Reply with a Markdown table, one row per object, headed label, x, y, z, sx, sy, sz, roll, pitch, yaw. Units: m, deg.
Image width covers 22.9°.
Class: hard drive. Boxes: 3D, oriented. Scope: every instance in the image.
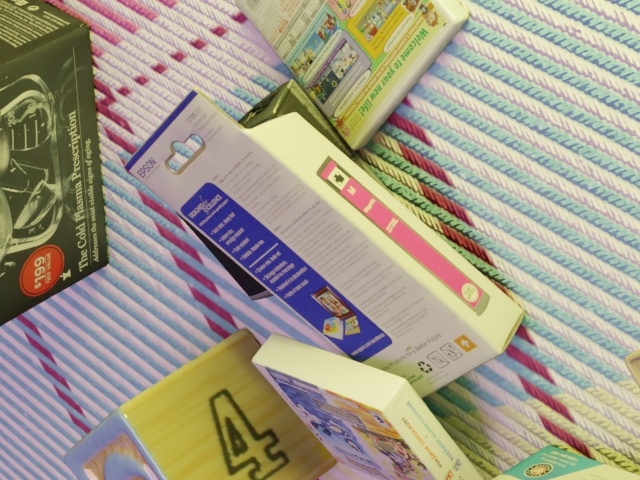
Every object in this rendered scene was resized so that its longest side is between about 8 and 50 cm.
| label | x | y | z | sx | sy | sz | roll | pitch | yaw |
| --- | --- | --- | --- | --- | --- | --- | --- | --- | --- |
| hard drive | -0.048 | -0.039 | 1.603 | 0.172 | 0.054 | 0.255 | 49 | 143 | -1 |

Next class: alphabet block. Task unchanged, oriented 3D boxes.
| label | x | y | z | sx | sy | sz | roll | pitch | yaw |
| --- | --- | --- | --- | --- | --- | --- | --- | --- | --- |
| alphabet block | -0.138 | 0.249 | 1.800 | 0.193 | 0.197 | 0.192 | 56 | 143 | 3 |

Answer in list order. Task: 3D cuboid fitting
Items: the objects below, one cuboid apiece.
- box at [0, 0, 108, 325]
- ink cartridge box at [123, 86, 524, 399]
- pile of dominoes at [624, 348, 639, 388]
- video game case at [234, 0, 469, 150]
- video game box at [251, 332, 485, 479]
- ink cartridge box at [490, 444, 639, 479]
| label | x | y | z | sx | sy | sz | roll | pitch | yaw |
| --- | --- | --- | --- | --- | --- | --- | --- | --- | --- |
| box | -0.423 | -0.072 | 1.804 | 0.179 | 0.312 | 0.343 | 29 | 135 | 33 |
| ink cartridge box | 0.000 | 0.000 | 1.485 | 0.371 | 0.069 | 0.176 | 39 | 145 | -9 |
| pile of dominoes | 0.383 | 0.170 | 1.297 | 0.251 | 0.040 | 0.196 | -5 | 107 | 42 |
| video game case | 0.022 | -0.212 | 1.437 | 0.193 | 0.023 | 0.212 | 52 | 142 | 9 |
| video game box | 0.049 | 0.185 | 1.597 | 0.205 | 0.048 | 0.187 | 15 | 153 | 49 |
| ink cartridge box | 0.180 | 0.344 | 1.403 | 0.198 | 0.270 | 0.197 | 9 | 124 | 66 |
